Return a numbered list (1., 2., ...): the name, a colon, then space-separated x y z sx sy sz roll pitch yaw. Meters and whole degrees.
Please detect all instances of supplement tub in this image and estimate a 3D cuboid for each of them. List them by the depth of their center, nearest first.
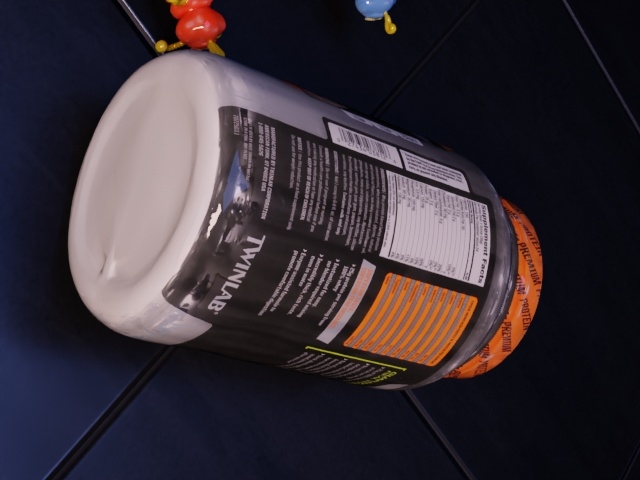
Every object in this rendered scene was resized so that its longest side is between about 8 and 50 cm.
1. supplement tub: 0.000 0.000 0.871 0.338 0.207 0.207 18 71 -38

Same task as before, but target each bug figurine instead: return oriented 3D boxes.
1. bug figurine: -0.048 -0.264 0.967 0.279 0.072 0.216 -16 87 -36
